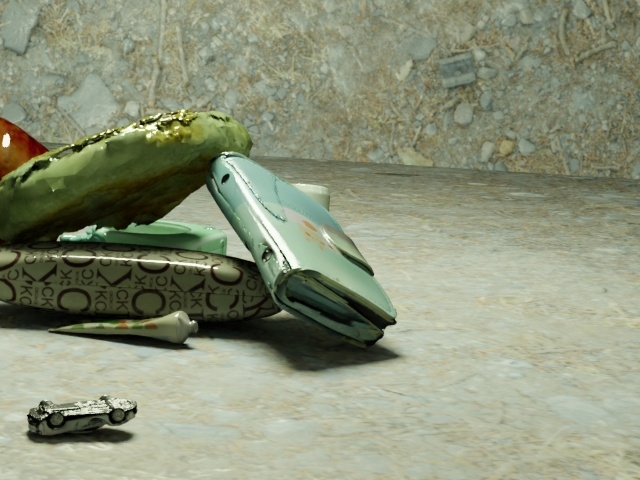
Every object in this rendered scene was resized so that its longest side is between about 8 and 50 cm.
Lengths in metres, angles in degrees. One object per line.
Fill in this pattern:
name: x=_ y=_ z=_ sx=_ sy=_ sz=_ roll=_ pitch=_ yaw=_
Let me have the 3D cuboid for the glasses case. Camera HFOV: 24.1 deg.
glasses case: x=-0.215 y=0.047 z=1.709 sx=0.355 sy=0.085 sz=0.137 roll=5 pitch=4 yaw=-7

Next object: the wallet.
wallet: x=-0.024 y=0.009 z=1.685 sx=0.176 sy=0.075 sz=0.250 roll=32 pitch=16 yaw=-36

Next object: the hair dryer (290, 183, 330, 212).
hair dryer: x=0.000 y=0.000 z=2.085 sx=0.073 sy=0.131 sz=0.236 roll=4 pitch=-6 yaw=19

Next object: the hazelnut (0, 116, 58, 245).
hazelnut: x=-0.447 y=-0.061 z=1.942 sx=0.234 sy=0.218 sz=0.218 roll=4 pitch=9 yaw=-3

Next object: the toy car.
toy car: x=-0.198 y=0.148 z=1.257 sx=0.093 sy=0.025 sz=0.041 roll=-2 pitch=12 yaw=-19

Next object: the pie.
pie: x=-0.230 y=-0.075 z=1.805 sx=0.296 sy=0.078 sz=0.371 roll=-23 pitch=-7 yaw=23

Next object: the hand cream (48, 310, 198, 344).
hand cream: x=-0.211 y=0.093 z=1.624 sx=0.165 sy=0.037 sz=0.057 roll=1 pitch=7 yaw=18

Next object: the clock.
clock: x=-0.241 y=0.010 z=2.020 sx=0.211 sy=0.066 sz=0.159 roll=7 pitch=9 yaw=22
